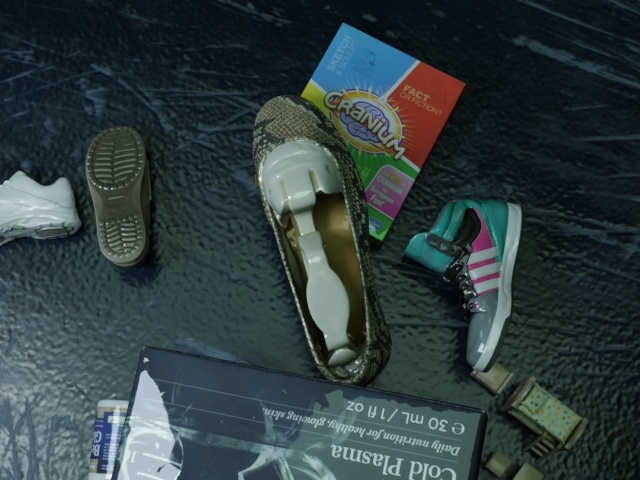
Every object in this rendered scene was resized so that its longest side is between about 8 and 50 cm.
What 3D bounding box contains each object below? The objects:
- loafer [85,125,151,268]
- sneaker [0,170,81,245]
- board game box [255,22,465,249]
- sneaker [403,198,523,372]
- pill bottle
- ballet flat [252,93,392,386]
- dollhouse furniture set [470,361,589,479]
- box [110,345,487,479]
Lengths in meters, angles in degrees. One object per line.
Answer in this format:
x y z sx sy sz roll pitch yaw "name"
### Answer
-0.329 -0.067 1.678 0.102 0.092 0.268 -4 60 -5 "loafer"
-0.513 -0.056 1.676 0.232 0.090 0.115 -4 70 -12 "sneaker"
0.068 -0.179 1.731 0.242 0.064 0.316 27 77 4 "board game box"
0.218 0.055 1.642 0.179 0.123 0.295 14 65 -3 "sneaker"
-0.307 0.334 1.574 0.094 0.094 0.169 5 76 -1 "pill bottle"
0.000 0.000 1.574 0.164 0.182 0.482 -15 90 10 "ballet flat"
0.293 0.292 1.604 0.182 0.101 0.161 37 78 7 "dollhouse furniture set"
-0.042 0.430 1.423 0.480 0.297 0.471 9 79 10 "box"
